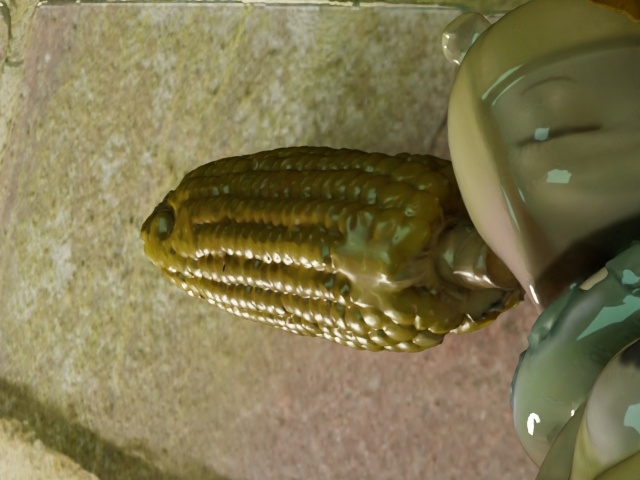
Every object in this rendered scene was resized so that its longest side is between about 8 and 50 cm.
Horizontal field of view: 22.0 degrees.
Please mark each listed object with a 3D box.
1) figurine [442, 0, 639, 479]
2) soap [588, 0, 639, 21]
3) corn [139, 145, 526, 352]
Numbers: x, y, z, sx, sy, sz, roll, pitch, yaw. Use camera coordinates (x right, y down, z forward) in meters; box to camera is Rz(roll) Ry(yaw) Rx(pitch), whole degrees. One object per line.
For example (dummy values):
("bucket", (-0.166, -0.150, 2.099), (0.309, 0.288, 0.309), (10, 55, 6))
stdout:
("figurine", (0.125, 0.059, 0.578), (0.274, 0.227, 0.394), (98, 161, -46))
("soap", (0.181, -0.134, 0.399), (0.304, 0.339, 0.169), (-10, 75, 52))
("corn", (0.000, 0.000, 0.792), (0.262, 0.097, 0.097), (8, 87, 53))
